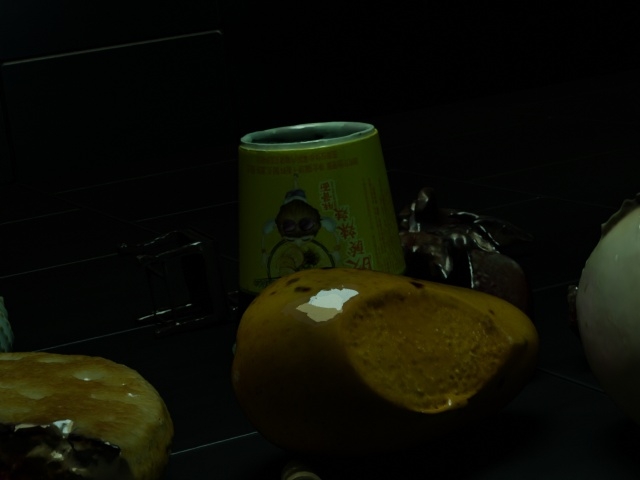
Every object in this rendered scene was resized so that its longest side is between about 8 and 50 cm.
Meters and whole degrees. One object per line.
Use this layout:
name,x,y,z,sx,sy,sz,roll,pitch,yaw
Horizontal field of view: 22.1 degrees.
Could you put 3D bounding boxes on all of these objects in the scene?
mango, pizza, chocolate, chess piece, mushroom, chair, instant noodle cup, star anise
mango,0.053,0.102,1.376,0.290,0.160,0.191,-1,-13,-31
pizza,-0.270,0.164,1.392,0.277,0.114,0.408,-14,12,-36
chocolate,0.166,0.073,1.596,0.080,0.125,0.148,8,4,-10
chess piece,-0.016,0.190,1.299,0.035,0.035,0.092,-8,7,-4
mushroom,0.296,0.113,1.300,0.236,0.173,0.162,26,-45,-20
chair,-0.113,0.038,1.967,0.229,0.113,0.106,-15,14,-19
instant noodle cup,0.000,0.000,1.743,0.215,0.236,0.215,-5,11,1
star anise,0.133,-0.011,2.059,0.272,0.103,0.272,-7,14,2

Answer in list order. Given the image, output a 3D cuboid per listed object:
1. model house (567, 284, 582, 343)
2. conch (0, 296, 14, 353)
model house,0.331,0.042,1.557,0.203,0.141,0.164,-13,22,-17
conch,-0.433,0.104,1.768,0.200,0.131,0.172,-15,14,-38
